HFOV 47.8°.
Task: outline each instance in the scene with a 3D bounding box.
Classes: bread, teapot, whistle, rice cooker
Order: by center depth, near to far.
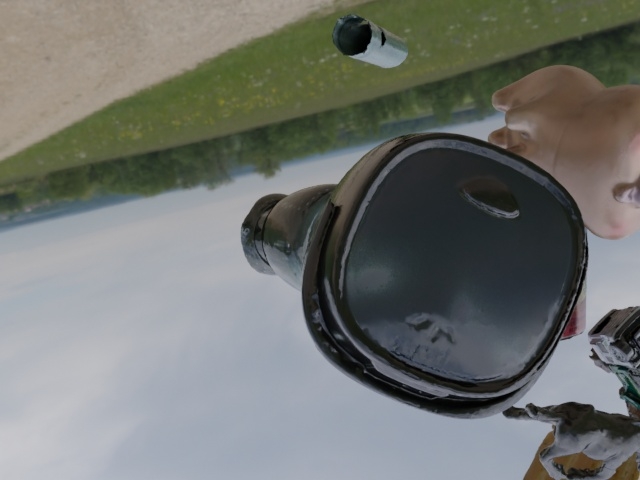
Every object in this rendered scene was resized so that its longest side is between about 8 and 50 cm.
[{"bbox_3d":[0.106,0.029,0.696,0.267,0.267,0.224,-14,179,-7],"label":"rice cooker"},{"bbox_3d":[0.089,-0.314,1.163,0.062,0.062,0.312,-10,-174,18],"label":"whistle"},{"bbox_3d":[0.525,0.479,1.416,0.239,0.111,0.246,-8,-149,51],"label":"bread"},{"bbox_3d":[-0.009,-0.020,1.478,0.305,0.223,0.285,-26,-160,-32],"label":"teapot"}]

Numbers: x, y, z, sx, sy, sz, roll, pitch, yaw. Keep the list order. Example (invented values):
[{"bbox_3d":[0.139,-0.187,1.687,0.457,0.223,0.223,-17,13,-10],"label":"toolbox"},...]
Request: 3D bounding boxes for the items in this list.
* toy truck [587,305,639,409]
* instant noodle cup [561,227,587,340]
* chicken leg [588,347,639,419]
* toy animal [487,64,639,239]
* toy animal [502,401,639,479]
[{"bbox_3d":[0.527,0.210,1.174,0.110,0.216,0.116,-40,-173,-16],"label":"toy truck"},{"bbox_3d":[0.369,0.041,1.273,0.244,0.255,0.244,-8,-176,1],"label":"instant noodle cup"},{"bbox_3d":[0.675,0.313,1.538,0.113,0.093,0.304,-11,-151,-3],"label":"chicken leg"},{"bbox_3d":[0.381,-0.135,1.001,0.269,0.237,0.326,-3,-150,2],"label":"toy animal"},{"bbox_3d":[0.344,0.245,0.919,0.233,0.084,0.148,22,139,-11],"label":"toy animal"}]
